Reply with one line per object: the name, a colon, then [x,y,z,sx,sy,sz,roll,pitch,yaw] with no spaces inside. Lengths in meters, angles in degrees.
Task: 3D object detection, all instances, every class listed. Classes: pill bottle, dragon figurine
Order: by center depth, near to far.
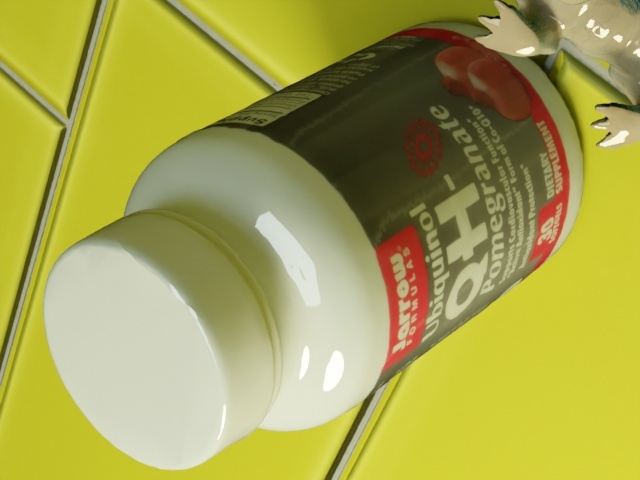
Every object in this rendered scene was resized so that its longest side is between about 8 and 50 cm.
dragon figurine: [0.172,-0.126,0.876,0.289,0.144,0.085,34,132,-2]
pill bottle: [0.000,0.000,0.930,0.176,0.318,0.176,21,125,32]
